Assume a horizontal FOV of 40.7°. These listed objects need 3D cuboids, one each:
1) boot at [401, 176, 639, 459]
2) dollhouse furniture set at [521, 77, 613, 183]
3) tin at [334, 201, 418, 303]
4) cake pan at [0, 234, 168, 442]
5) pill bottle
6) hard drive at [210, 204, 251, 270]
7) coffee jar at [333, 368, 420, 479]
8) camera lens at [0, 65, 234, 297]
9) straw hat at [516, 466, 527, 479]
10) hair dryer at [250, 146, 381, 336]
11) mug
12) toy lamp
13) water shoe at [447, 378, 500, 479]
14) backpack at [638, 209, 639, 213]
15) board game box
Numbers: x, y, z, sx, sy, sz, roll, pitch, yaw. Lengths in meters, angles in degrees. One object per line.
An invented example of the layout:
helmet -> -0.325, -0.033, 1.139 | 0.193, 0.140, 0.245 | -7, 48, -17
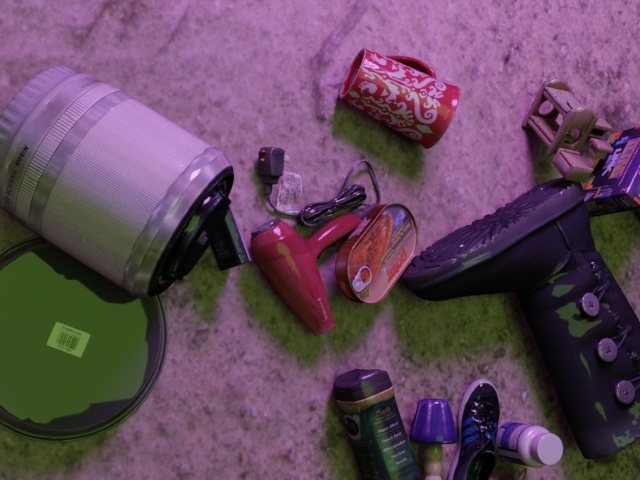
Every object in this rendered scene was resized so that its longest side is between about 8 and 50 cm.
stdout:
boot -> 0.375, 0.166, 1.445 | 0.367, 0.146, 0.445 | -27, 101, -17
dollhouse furniture set -> 0.469, -0.183, 1.480 | 0.161, 0.182, 0.101 | 8, 125, -22
tin -> 0.090, 0.020, 1.361 | 0.190, 0.040, 0.106 | -49, 116, -35
cake pan -> -0.349, 0.131, 1.185 | 0.293, 0.054, 0.293 | 3, 83, -22
pill bottle -> 0.338, 0.334, 1.407 | 0.067, 0.120, 0.067 | 3, 83, -22
hard drive -> -0.148, -0.025, 1.264 | 0.022, 0.094, 0.135 | -21, 92, -25
coffee jar -> 0.084, 0.287, 1.321 | 0.079, 0.096, 0.184 | -18, 91, -26
camera lens -> -0.267, -0.074, 1.126 | 0.274, 0.219, 0.219 | 32, 72, 3
straw hat -> 0.289, 0.430, 1.402 | 0.061, 0.144, 0.144 | 13, 75, 21
hair dryer -> 0.000, 0.000, 1.331 | 0.223, 0.080, 0.293 | 9, 80, -22
mug -> 0.123, -0.241, 1.414 | 0.169, 0.150, 0.113 | 23, 112, -14
toy lamp -> 0.177, 0.389, 1.357 | 0.080, 0.080, 0.275 | 4, 81, -22
water shoe -> 0.265, 0.328, 1.399 | 0.073, 0.080, 0.203 | 17, 77, -20
backpack -> 0.722, -0.087, 1.580 | 0.263, 0.213, 0.276 | 32, 76, -5
board game box -> 0.543, -0.127, 1.536 | 0.048, 0.141, 0.170 | 38, 71, -14
